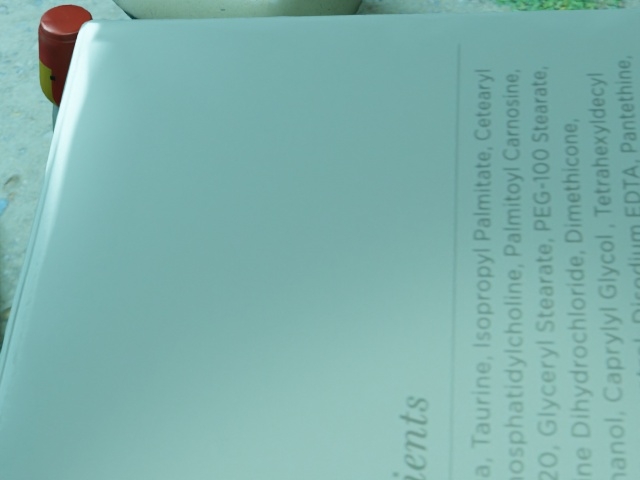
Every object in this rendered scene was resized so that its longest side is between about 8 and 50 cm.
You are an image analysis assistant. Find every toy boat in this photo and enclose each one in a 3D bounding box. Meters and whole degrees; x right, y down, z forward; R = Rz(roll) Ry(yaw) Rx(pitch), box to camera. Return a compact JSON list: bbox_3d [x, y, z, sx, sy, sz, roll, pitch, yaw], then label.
[{"bbox_3d":[-0.132,-0.199,1.066,0.267,0.148,0.318,30,53,23],"label":"toy boat"}]

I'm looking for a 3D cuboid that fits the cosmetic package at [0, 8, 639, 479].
[{"bbox_3d":[0.076,0.106,0.613,0.393,0.329,0.327,1,60,8],"label":"cosmetic package"}]
